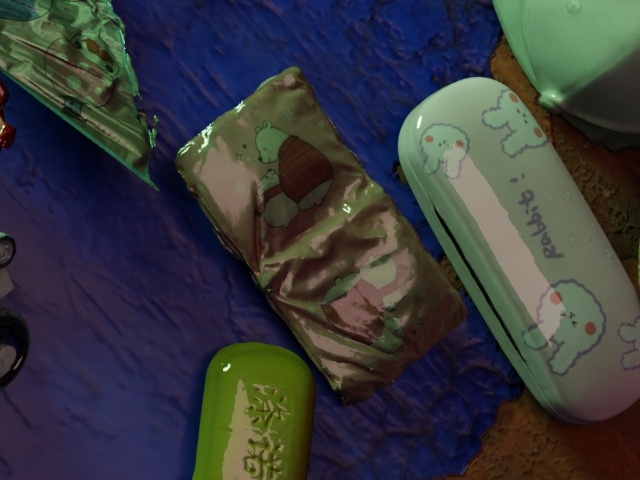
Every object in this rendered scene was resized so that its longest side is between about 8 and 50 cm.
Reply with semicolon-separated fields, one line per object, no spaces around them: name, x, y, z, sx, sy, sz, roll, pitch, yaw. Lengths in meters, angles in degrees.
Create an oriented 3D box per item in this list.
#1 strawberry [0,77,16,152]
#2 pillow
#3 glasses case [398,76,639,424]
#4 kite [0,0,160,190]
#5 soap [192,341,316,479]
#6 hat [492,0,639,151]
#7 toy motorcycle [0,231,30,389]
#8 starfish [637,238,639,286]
strawberry;-0.289;-0.077;1.094;0.145;0.086;0.145;4;78;-20
pillow;0.000;0.000;1.220;0.135;0.049;0.248;-41;101;-23
glasses case;0.168;0.008;1.271;0.113;0.075;0.297;-32;92;-24
kite;-0.199;-0.217;1.150;0.368;0.014;0.406;-3;68;-38
soap;-0.048;0.145;1.174;0.089;0.045;0.140;10;76;-17
hat;0.303;-0.213;1.278;0.258;0.301;0.168;41;46;-9
toy motorcycle;-0.272;0.042;1.041;0.150;0.102;0.221;-43;135;-31
starfish;0.313;0.000;1.320;0.190;0.074;0.146;-50;141;-27
